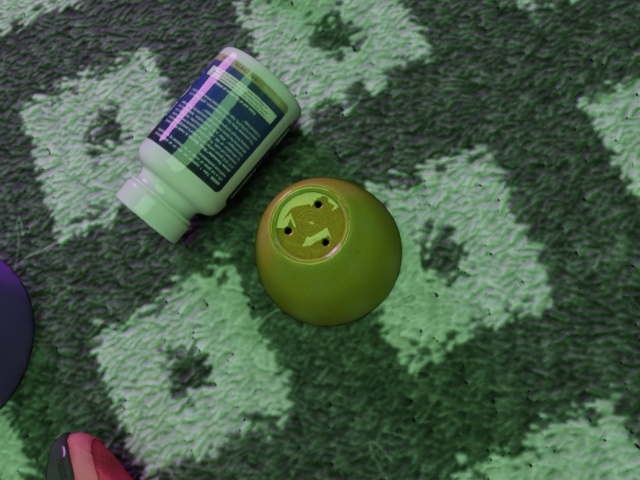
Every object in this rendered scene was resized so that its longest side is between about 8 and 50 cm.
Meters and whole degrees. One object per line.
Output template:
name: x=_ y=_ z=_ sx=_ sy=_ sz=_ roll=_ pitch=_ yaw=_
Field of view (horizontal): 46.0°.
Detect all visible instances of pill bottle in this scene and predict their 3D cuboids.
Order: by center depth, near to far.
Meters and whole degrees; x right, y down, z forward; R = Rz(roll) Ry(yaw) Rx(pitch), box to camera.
pill bottle: x=-0.104 y=-0.083 z=0.683 sx=0.094 sy=0.094 sz=0.169 roll=38 pitch=84 yaw=17

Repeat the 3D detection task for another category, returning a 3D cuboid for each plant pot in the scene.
plant pot: x=0.000 y=0.000 z=0.642 sx=0.134 sy=0.095 sz=0.134 roll=-2 pitch=75 yaw=9

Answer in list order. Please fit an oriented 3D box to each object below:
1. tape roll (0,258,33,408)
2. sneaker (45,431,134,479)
tape roll: x=-0.370 y=0.087 z=0.691 sx=0.189 sy=0.080 sz=0.189 roll=-2 pitch=74 yaw=8
sneaker: x=-0.089 y=0.262 z=0.594 sx=0.136 sy=0.116 sz=0.314 roll=-38 pitch=79 yaw=-12
